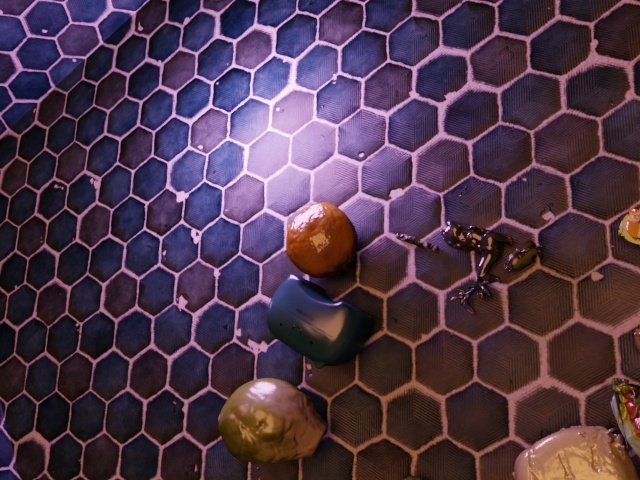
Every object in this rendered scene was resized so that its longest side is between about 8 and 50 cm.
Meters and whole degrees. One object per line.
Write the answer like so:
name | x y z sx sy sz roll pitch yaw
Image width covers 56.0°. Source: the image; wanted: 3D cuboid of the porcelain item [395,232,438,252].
porcelain item | 0.275 0.000 1.758 0.136 0.075 0.021 20 85 29

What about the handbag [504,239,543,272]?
handbag | 0.540 0.047 1.618 0.111 0.072 0.047 -33 48 -7

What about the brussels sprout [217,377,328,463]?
brussels sprout | -0.147 0.522 1.719 0.317 0.273 0.242 5 59 26

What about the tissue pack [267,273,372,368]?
tissue pack | -0.012 0.244 1.766 0.287 0.198 0.206 28 90 27

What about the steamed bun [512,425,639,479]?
steamed bun | 0.605 0.564 1.407 0.273 0.166 0.232 -31 55 14

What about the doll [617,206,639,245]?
doll | 0.825 -0.003 1.473 0.186 0.106 0.134 45 109 28

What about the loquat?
loquat | 0.000 0.000 1.827 0.238 0.193 0.238 -5 74 18

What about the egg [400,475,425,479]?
egg | 0.241 0.671 1.599 0.110 0.085 0.085 -22 69 23

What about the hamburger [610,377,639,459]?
hamburger | 0.743 0.433 1.342 0.150 0.276 0.260 -53 51 33

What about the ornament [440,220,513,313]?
ornament | 0.405 0.075 1.673 0.202 0.080 0.236 15 84 25

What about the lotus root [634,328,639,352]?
lotus root | 0.868 0.259 1.394 0.259 0.097 0.110 8 84 31
